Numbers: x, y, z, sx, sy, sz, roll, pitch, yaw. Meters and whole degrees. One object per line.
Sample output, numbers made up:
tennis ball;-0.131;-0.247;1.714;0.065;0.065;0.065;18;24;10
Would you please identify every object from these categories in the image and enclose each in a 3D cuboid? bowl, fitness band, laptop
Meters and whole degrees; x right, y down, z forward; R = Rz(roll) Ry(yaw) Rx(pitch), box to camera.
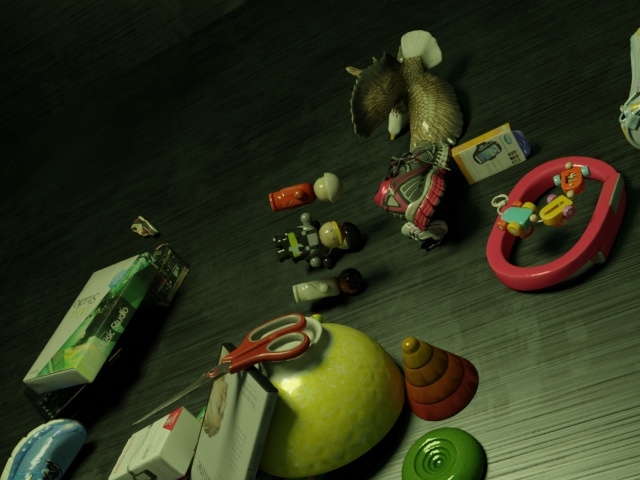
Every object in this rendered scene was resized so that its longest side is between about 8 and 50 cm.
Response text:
bowl;-0.024;0.218;1.306;0.289;0.156;0.289;-20;26;10
fitness band;0.397;-0.033;1.369;0.209;0.054;0.291;-4;44;45
laptop;-0.550;0.290;1.795;0.234;0.136;0.264;-46;49;-14

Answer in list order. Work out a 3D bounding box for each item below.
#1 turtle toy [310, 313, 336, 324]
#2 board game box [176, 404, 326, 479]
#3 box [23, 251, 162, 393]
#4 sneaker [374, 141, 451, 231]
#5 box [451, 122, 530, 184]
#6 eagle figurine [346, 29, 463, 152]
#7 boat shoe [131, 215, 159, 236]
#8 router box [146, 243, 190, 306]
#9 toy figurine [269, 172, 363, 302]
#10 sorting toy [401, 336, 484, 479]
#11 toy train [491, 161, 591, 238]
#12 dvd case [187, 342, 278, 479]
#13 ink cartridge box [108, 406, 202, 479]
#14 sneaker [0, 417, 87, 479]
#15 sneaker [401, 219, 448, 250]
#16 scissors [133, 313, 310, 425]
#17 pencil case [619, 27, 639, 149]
turtle toy;-0.022;0.176;1.488;0.130;0.066;0.095;-22;-3;24
board game box;-0.142;0.387;1.369;0.317;0.046;0.213;12;56;51
box;-0.502;0.181;1.799;0.232;0.058;0.322;-19;37;42
sneaker;0.180;-0.127;1.564;0.299;0.112;0.121;-66;-1;-65
box;0.332;-0.169;1.569;0.136;0.081;0.028;-25;34;19
eagle figurine;0.185;-0.313;1.808;0.226;0.225;0.298;-19;25;10
boat shoe;-0.480;-0.032;2.222;0.043;0.049;0.137;-49;31;-11
router box;-0.372;0.082;1.931;0.038;0.092;0.122;-10;41;38
toy figurine;0.000;0.000;1.569;0.148;0.213;0.209;-15;39;5
sorting toy;0.149;0.273;1.154;0.127;0.126;0.366;-22;35;24
toy train;0.369;-0.058;1.339;0.166;0.046;0.125;-22;33;23
dvd case;-0.142;0.309;1.268;0.180;0.022;0.253;31;109;56
ink cartridge box;-0.282;0.369;1.405;0.150;0.063;0.109;-33;21;33
sneaker;-0.557;0.503;1.584;0.147;0.130;0.330;16;62;35
sneaker;0.188;-0.005;1.543;0.098;0.038;0.069;-7;43;40
scissors;-0.149;0.192;1.237;0.297;0.021;0.109;-24;30;-9
pencil case;0.593;-0.273;1.413;0.124;0.113;0.273;7;49;20
